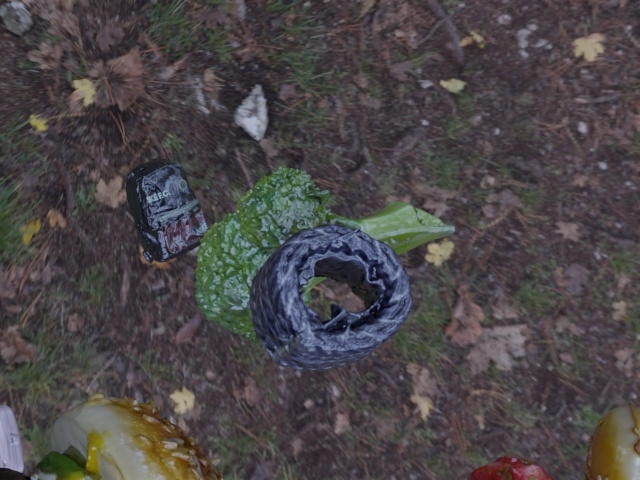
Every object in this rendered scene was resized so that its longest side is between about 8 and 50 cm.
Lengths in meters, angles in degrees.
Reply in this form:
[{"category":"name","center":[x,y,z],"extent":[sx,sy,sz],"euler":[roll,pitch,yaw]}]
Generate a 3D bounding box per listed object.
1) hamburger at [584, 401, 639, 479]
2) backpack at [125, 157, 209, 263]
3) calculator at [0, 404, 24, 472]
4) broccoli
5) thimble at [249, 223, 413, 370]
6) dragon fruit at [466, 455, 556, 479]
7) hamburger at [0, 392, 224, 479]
[{"category":"hamburger","center":[0.327,0.265,0.857],"extent":[0.148,0.237,0.236],"euler":[-17,104,9]},{"category":"backpack","center":[-0.252,-0.050,1.471],"extent":[0.120,0.106,0.165],"euler":[-35,122,-32]},{"category":"calculator","center":[-0.459,0.282,1.229],"extent":[0.032,0.175,0.100],"euler":[-8,82,-49]},{"category":"broccoli","center":[-0.033,-0.010,1.122],"extent":[0.302,0.186,0.254],"euler":[-42,146,12]},{"category":"thimble","center":[0.006,0.040,0.626],"extent":[0.104,0.066,0.095],"euler":[-24,77,-28]},{"category":"dragon fruit","center":[0.235,0.361,1.209],"extent":[0.111,0.153,0.153],"euler":[21,95,-42]},{"category":"hamburger","center":[-0.156,0.250,0.593],"extent":[0.225,0.291,0.290],"euler":[-18,104,-31]}]
